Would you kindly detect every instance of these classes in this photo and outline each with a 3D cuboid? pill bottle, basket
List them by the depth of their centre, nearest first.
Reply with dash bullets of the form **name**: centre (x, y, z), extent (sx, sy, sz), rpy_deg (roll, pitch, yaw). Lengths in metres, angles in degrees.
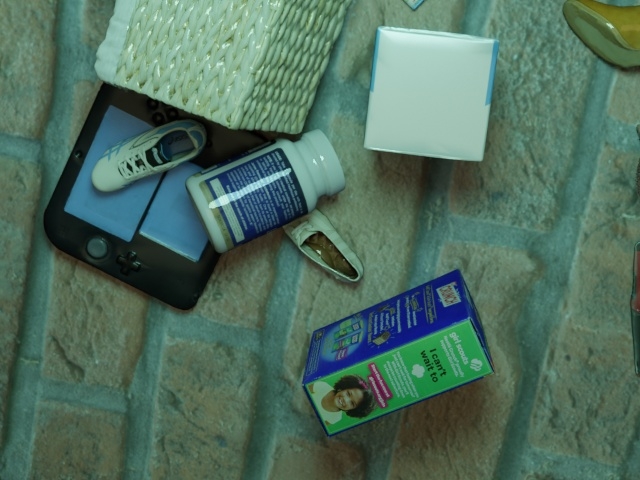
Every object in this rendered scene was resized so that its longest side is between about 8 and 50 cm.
- **basket**: centre (-0.145, -0.363, 1.563), extent (0.266, 0.328, 0.331), rpy_deg (27, 103, 16)
- **pill bottle**: centre (-0.098, -0.096, 1.704), extent (0.264, 0.153, 0.153), rpy_deg (-25, 98, -8)

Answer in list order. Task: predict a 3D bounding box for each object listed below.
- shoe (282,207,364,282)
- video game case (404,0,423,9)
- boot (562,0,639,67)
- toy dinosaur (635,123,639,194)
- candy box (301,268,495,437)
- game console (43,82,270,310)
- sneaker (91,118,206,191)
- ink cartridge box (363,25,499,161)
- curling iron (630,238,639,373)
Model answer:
- **shoe**: centre (0.000, 0.000, 1.786), extent (0.219, 0.058, 0.076), rpy_deg (43, 103, -3)
- **video game case**: centre (0.153, -0.517, 1.685), extent (0.119, 0.015, 0.166), rpy_deg (-44, 94, 12)
- **boot**: centre (0.596, -0.391, 1.628), extent (0.295, 0.104, 0.211), rpy_deg (39, 81, 20)
- **toy dinosaur**: centre (0.630, -0.065, 1.662), extent (0.200, 0.127, 0.296), rpy_deg (-42, 86, 13)
- **candy box**: centre (0.140, 0.198, 1.704), extent (0.317, 0.268, 0.122), rpy_deg (-25, 102, 11)
- **game console**: centre (-0.320, -0.097, 1.802), extent (0.342, 0.060, 0.387), rpy_deg (28, 104, 0)
- **sneaker**: centre (-0.320, -0.155, 1.722), extent (0.237, 0.086, 0.085), rpy_deg (-24, 104, 8)
- **ink cartridge box**: centre (0.184, -0.256, 1.605), extent (0.197, 0.270, 0.198), rpy_deg (7, 102, 3)
- **curling iron**: centre (0.611, 0.121, 1.756), extent (0.068, 0.035, 0.274), rpy_deg (3, 102, 6)
